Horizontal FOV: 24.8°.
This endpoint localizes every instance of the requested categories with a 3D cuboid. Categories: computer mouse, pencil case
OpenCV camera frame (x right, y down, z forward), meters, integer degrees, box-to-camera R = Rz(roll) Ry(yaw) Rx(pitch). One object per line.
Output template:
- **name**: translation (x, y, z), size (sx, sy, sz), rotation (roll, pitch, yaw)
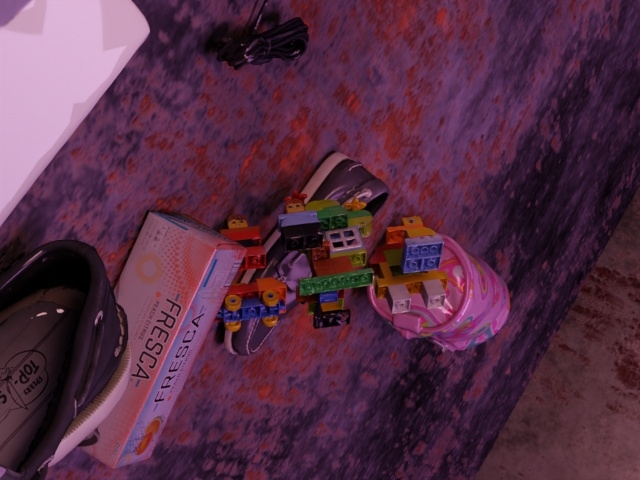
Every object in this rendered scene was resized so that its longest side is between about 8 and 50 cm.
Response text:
- **computer mouse**: translation (-0.006, -0.205, 1.011), size (0.106, 0.042, 0.193), rotation (-12, 128, -65)
- **pencil case**: translation (0.140, 0.064, 1.659), size (0.124, 0.124, 0.284), rotation (-61, 163, 0)

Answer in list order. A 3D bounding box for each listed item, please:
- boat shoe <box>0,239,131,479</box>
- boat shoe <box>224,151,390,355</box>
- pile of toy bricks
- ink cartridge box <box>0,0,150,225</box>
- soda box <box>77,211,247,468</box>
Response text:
- **boat shoe**: translation (-0.212, 0.115, 0.806), size (0.340, 0.127, 0.113), rotation (-45, 154, -44)
- **boat shoe**: translation (-0.012, 0.020, 1.285), size (0.206, 0.065, 0.075), rotation (-58, 161, -10)
- **pile of toy bricks**: translation (0.000, 0.000, 1.218), size (0.212, 0.105, 0.118), rotation (-7, 134, -12)
- **ink cartridge box**: translation (-0.152, -0.159, 0.489), size (0.239, 0.060, 0.275), rotation (-55, 132, -15)
- **soda box**: translation (-0.125, 0.072, 1.066), size (0.183, 0.063, 0.058), rotation (-65, 161, 8)
